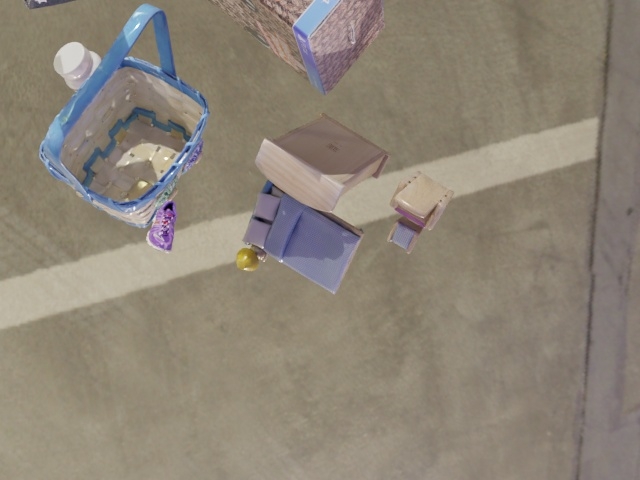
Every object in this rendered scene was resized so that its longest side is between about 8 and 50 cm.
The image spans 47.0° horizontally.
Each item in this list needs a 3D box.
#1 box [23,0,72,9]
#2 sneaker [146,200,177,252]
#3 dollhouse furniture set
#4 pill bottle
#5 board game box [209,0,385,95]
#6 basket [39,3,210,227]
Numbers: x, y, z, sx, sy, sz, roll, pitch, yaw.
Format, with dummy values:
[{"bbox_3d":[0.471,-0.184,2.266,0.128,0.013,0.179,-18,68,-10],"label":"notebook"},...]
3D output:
[{"bbox_3d":[-0.308,-0.385,0.794,0.108,0.153,0.207,-18,83,-12],"label":"box"},{"bbox_3d":[-0.394,-0.039,1.854,0.068,0.170,0.071,17,129,-24],"label":"sneaker"},{"bbox_3d":[0.000,0.000,1.179,0.286,0.198,0.304,33,122,12],"label":"dollhouse furniture set"},{"bbox_3d":[-0.414,-0.294,1.338,0.078,0.078,0.137,-38,150,3],"label":"pill bottle"},{"bbox_3d":[-0.066,-0.372,1.014,0.291,0.232,0.141,40,89,9],"label":"board game box"},{"bbox_3d":[-0.279,-0.167,1.069,0.255,0.201,0.289,-60,167,-18],"label":"basket"}]
